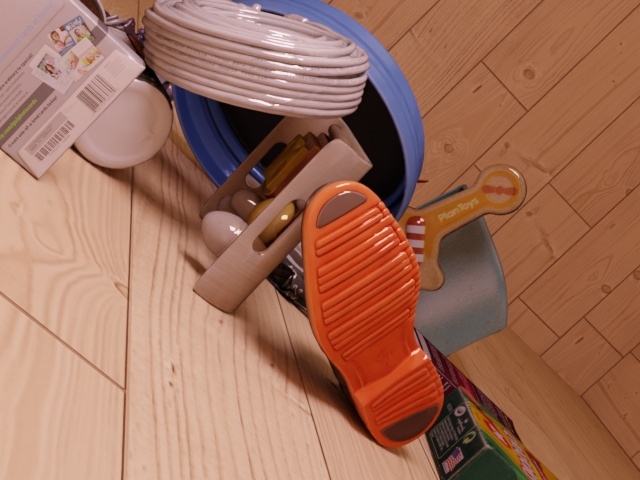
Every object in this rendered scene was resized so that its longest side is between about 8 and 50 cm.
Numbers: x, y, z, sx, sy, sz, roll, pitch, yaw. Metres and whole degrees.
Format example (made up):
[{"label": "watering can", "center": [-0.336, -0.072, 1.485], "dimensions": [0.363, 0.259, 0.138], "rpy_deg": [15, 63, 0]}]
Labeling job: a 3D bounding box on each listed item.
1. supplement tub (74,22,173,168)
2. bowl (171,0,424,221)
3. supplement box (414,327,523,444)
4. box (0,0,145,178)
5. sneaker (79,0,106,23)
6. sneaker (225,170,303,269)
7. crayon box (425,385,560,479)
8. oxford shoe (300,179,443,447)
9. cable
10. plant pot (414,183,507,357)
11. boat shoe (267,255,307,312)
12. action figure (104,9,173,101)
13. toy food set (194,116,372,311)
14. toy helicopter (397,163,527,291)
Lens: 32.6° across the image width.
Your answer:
[{"label": "supplement tub", "center": [-0.244, -0.173, 1.243], "dimensions": [0.117, 0.117, 0.190], "rpy_deg": [40, 10, -38]}, {"label": "bowl", "center": [-0.031, -0.165, 1.520], "dimensions": [0.391, 0.391, 0.077], "rpy_deg": [45, 51, -3]}, {"label": "supplement box", "center": [0.188, 0.235, 1.583], "dimensions": [0.239, 0.073, 0.130], "rpy_deg": [43, 9, -11]}, {"label": "box", "center": [-0.274, -0.169, 0.974], "dimensions": [0.186, 0.145, 0.038], "rpy_deg": [42, 7, -22]}, {"label": "sneaker", "center": [-0.407, -0.379, 1.465], "dimensions": [0.290, 0.106, 0.123], "rpy_deg": [39, 13, -31]}, {"label": "sneaker", "center": [0.000, 0.000, 1.510], "dimensions": [0.305, 0.152, 0.114], "rpy_deg": [45, 10, 2]}, {"label": "crayon box", "center": [0.280, 0.353, 1.439], "dimensions": [0.318, 0.081, 0.202], "rpy_deg": [45, 8, -12]}, {"label": "oxford shoe", "center": [0.032, 0.072, 1.193], "dimensions": [0.133, 0.130, 0.363], "rpy_deg": [45, -24, 48]}, {"label": "cable", "center": [-0.075, -0.205, 1.215], "dimensions": [0.257, 0.089, 0.257], "rpy_deg": [0, 22, -40]}, {"label": "plant pot", "center": [0.222, 0.069, 2.019], "dimensions": [0.252, 0.247, 0.248], "rpy_deg": [62, 7, -6]}, {"label": "boat shoe", "center": [-0.039, 0.055, 1.437], "dimensions": [0.142, 0.049, 0.040], "rpy_deg": [44, 27, 0]}, {"label": "action figure", "center": [-0.325, -0.330, 1.695], "dimensions": [0.285, 0.099, 0.185], "rpy_deg": [34, 19, -43]}, {"label": "toy food set", "center": [-0.062, -0.061, 1.253], "dimensions": [0.092, 0.220, 0.306], "rpy_deg": [41, 9, -16]}, {"label": "toy helicopter", "center": [0.158, -0.036, 1.760], "dimensions": [0.235, 0.355, 0.140], "rpy_deg": [65, 11, 8]}]
